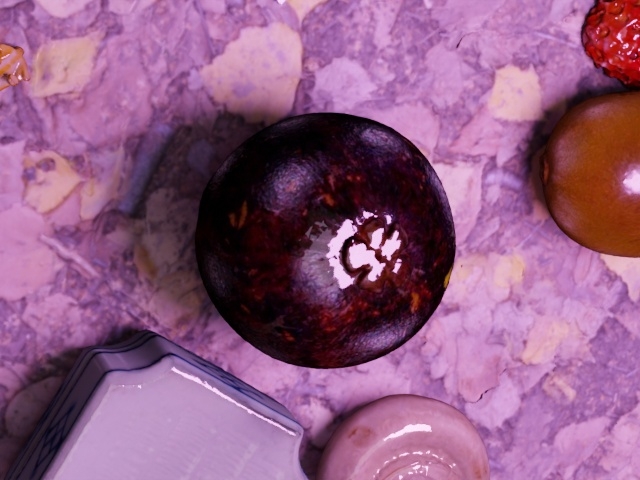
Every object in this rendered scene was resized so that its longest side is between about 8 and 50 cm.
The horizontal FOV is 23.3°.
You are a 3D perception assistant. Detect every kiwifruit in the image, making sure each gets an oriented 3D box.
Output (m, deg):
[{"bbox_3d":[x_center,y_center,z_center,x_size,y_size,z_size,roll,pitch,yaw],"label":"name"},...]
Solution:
[{"bbox_3d":[0.364,-0.078,1.782,0.234,0.196,0.196,6,100,-13],"label":"kiwifruit"}]

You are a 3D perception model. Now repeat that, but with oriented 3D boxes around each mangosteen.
[{"bbox_3d":[0.000,0.000,1.633,0.288,0.288,0.288,-4,103,-17],"label":"mangosteen"}]

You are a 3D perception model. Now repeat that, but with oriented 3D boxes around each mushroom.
[{"bbox_3d":[0.095,0.273,1.770,0.206,0.209,0.206,0,83,1],"label":"mushroom"}]

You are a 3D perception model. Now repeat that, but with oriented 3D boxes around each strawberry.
[{"bbox_3d":[0.432,-0.233,1.812,0.236,0.111,0.190,1,103,-18],"label":"strawberry"}]

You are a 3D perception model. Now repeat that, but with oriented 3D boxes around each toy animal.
[{"bbox_3d":[-0.348,-0.168,1.608,0.083,0.081,0.060,-25,121,26],"label":"toy animal"}]

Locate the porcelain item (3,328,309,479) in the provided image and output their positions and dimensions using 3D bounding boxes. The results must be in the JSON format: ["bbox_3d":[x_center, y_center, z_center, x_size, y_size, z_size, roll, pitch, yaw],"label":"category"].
[{"bbox_3d":[-0.178,0.262,1.691,0.281,0.157,0.286,30,90,-23],"label":"porcelain item"}]

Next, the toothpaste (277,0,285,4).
[{"bbox_3d":[0.007,-0.346,1.689,0.194,0.043,0.067,-43,113,1],"label":"toothpaste"}]
